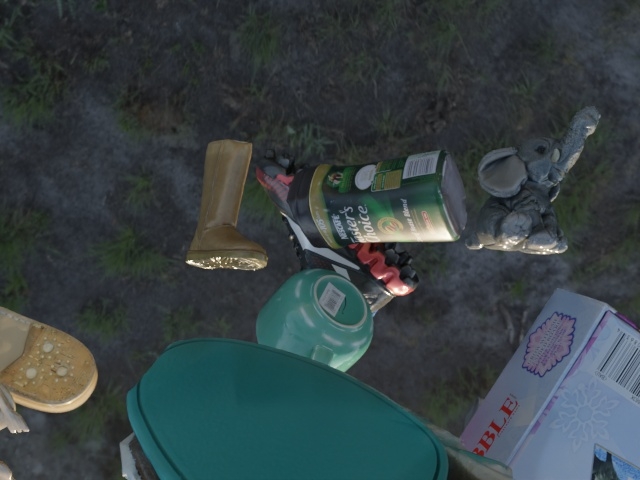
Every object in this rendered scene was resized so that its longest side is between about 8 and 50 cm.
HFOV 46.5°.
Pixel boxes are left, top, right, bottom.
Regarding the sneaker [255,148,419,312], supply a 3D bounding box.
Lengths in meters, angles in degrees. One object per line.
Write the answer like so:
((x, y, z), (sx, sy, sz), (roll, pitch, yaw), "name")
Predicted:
((0.000, 0.000, 1.018), (0.276, 0.097, 0.135), (44, 104, -6), "sneaker")

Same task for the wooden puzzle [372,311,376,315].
((0.113, 0.105, 1.658), (0.014, 0.116, 0.078), (14, 130, -31), "wooden puzzle")

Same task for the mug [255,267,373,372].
((0.004, 0.109, 0.896), (0.129, 0.157, 0.097), (2, 143, -38), "mug")

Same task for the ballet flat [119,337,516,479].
((0.059, 0.177, 0.353), (0.409, 0.147, 0.147), (18, 136, 32), "ballet flat")

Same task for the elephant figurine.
((0.357, -0.101, 1.275), (0.186, 0.169, 0.239), (6, 85, 7), "elephant figurine")

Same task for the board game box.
((0.206, 0.249, 0.509), (0.319, 0.066, 0.318), (34, 89, -14), "board game box")

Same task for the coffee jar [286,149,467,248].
((0.059, -0.041, 0.814), (0.184, 0.079, 0.096), (-4, 140, 27), "coffee jar")

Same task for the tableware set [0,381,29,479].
((-0.287, 0.140, 0.535), (0.169, 0.020, 0.141), (4, 125, 5), "tableware set")

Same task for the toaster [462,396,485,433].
((0.325, 0.377, 1.286), (0.168, 0.185, 0.110), (16, 138, 7), "toaster")

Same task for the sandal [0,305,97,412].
((-0.287, 0.062, 0.560), (0.240, 0.088, 0.079), (16, 148, 0), "sandal")

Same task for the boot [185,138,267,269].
((-0.182, -0.080, 1.543), (0.236, 0.269, 0.089), (0, 164, 41), "boot")
